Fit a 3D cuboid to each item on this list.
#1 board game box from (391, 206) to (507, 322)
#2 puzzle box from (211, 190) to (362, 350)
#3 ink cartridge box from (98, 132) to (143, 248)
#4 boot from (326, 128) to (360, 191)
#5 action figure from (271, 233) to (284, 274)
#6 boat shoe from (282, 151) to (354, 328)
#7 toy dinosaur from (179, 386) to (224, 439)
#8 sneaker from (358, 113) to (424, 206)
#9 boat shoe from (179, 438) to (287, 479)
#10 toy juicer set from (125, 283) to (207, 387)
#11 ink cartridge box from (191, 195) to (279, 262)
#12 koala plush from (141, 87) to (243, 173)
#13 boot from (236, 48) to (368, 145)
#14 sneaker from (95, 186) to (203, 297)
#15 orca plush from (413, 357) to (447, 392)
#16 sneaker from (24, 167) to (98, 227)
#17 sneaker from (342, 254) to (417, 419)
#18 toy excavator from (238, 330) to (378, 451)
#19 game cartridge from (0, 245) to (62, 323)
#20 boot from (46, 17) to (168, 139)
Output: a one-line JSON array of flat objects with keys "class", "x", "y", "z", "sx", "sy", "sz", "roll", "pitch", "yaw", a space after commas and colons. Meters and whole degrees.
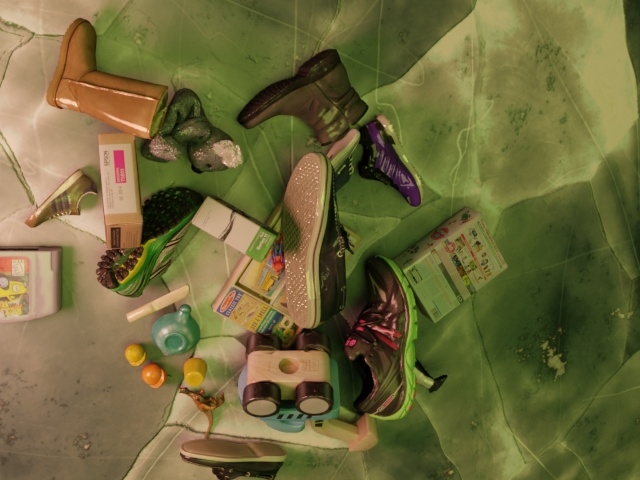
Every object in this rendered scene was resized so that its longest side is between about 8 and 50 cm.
[{"class": "board game box", "x": 0.406, "y": 0.075, "z": 2.085, "sx": 0.303, "sy": 0.097, "sz": 0.224, "roll": -35, "pitch": 114, "yaw": -6}, {"class": "puzzle box", "x": -0.095, "y": 0.089, "z": 1.933, "sx": 0.272, "sy": 0.052, "sz": 0.408, "roll": 32, "pitch": 92, "yaw": -23}, {"class": "ink cartridge box", "x": -0.484, "y": -0.117, "z": 1.613, "sx": 0.088, "sy": 0.193, "sz": 0.234, "roll": -4, "pitch": 73, "yaw": -17}, {"class": "boot", "x": 0.066, "y": -0.225, "z": 1.886, "sx": 0.086, "sy": 0.069, "sz": 0.190, "roll": 30, "pitch": 116, "yaw": -30}, {"class": "action figure", "x": -0.119, "y": 0.039, "z": 1.866, "sx": 0.038, "sy": 0.030, "sz": 0.115, "roll": -2, "pitch": 98, "yaw": -14}, {"class": "boat shoe", "x": 0.000, "y": 0.000, "z": 1.820, "sx": 0.156, "sy": 0.187, "sz": 0.499, "roll": -12, "pitch": 113, "yaw": -31}, {"class": "toy dinosaur", "x": -0.338, "y": 0.489, "z": 1.962, "sx": 0.112, "sy": 0.064, "sz": 0.211, "roll": -17, "pitch": 118, "yaw": 19}, {"class": "sneaker", "x": 0.185, "y": -0.206, "z": 1.934, "sx": 0.146, "sy": 0.102, "sz": 0.293, "roll": -32, "pitch": 108, "yaw": -5}, {"class": "boat shoe", "x": -0.266, "y": 0.668, "z": 1.989, "sx": 0.340, "sy": 0.127, "sz": 0.113, "roll": 12, "pitch": 97, "yaw": -35}, {"class": "toy juicer set", "x": -0.439, "y": 0.265, "z": 1.846, "sx": 0.209, "sy": 0.089, "sz": 0.328, "roll": -7, "pitch": 116, "yaw": -4}, {"class": "ink cartridge box", "x": -0.221, "y": -0.032, "z": 1.765, "sx": 0.208, "sy": 0.153, "sz": 0.086, "roll": 30, "pitch": 93, "yaw": -2}, {"class": "koala plush", "x": -0.306, "y": -0.254, "z": 1.695, "sx": 0.221, "sy": 0.196, "sz": 0.203, "roll": 30, "pitch": 83, "yaw": -20}, {"class": "boot", "x": -0.038, "y": -0.341, "z": 1.807, "sx": 0.338, "sy": 0.118, "sz": 0.222, "roll": -33, "pitch": 118, "yaw": -4}, {"class": "sneaker", "x": -0.437, "y": 0.001, "z": 1.766, "sx": 0.343, "sy": 0.134, "sz": 0.146, "roll": -49, "pitch": 151, "yaw": -9}, {"class": "orca plush", "x": 0.275, "y": 0.362, "z": 2.111, "sx": 0.287, "sy": 0.151, "sz": 0.102, "roll": 26, "pitch": 54, "yaw": -1}, {"class": "sneaker", "x": -0.646, "y": -0.086, "z": 1.679, "sx": 0.192, "sy": 0.064, "sz": 0.086, "roll": -47, "pitch": 109, "yaw": -6}, {"class": "sneaker", "x": 0.166, "y": 0.275, "z": 1.940, "sx": 0.202, "sy": 0.185, "sz": 0.482, "roll": 2, "pitch": 76, "yaw": -12}, {"class": "toy excavator", "x": -0.026, "y": 0.486, "z": 1.988, "sx": 0.433, "sy": 0.222, "sz": 0.445, "roll": 1, "pitch": 137, "yaw": -5}, {"class": "game cartridge", "x": -0.811, "y": 0.112, "z": 1.684, "sx": 0.294, "sy": 0.060, "sz": 0.196, "roll": 0, "pitch": 108, "yaw": -20}, {"class": "boot", "x": -0.482, "y": -0.381, "z": 1.570, "sx": 0.270, "sy": 0.089, "sz": 0.236, "roll": 16, "pitch": 90, "yaw": 9}]
